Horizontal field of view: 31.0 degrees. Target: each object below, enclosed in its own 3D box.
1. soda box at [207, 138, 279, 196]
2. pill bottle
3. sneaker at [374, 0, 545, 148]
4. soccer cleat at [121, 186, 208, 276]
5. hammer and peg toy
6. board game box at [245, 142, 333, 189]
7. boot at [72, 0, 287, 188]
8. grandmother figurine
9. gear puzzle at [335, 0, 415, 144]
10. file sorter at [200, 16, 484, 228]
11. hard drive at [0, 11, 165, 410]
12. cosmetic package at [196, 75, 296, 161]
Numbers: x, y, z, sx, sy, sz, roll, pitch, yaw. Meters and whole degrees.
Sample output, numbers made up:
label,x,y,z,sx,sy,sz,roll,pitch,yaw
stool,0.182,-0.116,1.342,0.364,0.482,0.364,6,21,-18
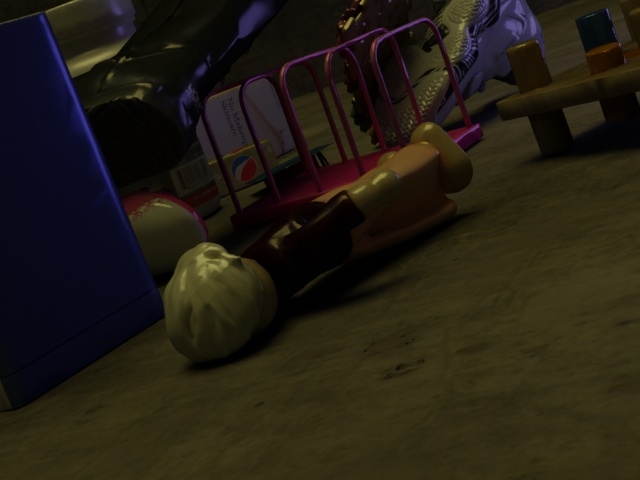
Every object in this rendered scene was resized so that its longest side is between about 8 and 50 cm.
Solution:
label,x,y,z,sx,sy,sz,roll,pitch,yaw
soda box,-0.162,-0.110,1.930,0.181,0.061,0.058,-23,12,-14
pill bottle,-0.308,-0.183,1.755,0.210,0.363,0.210,-20,10,4
sneaker,0.224,-0.250,1.714,0.137,0.210,0.366,5,62,45
soccer cleat,-0.266,0.027,1.384,0.331,0.116,0.143,-7,39,46
hammer and peg toy,0.388,-0.210,1.219,0.361,0.127,0.266,-27,10,-29
board game box,-0.043,-0.103,1.763,0.133,0.033,0.168,-28,7,-11
boot,-0.247,-0.229,1.502,0.367,0.146,0.445,-7,38,26
grandmother figurine,0.000,0.000,1.004,0.342,0.104,0.208,-34,-11,-41
gear puzzle,0.081,-0.265,1.706,0.044,0.339,0.175,23,66,21
file sorter,0.020,-0.157,1.495,0.290,0.182,0.202,-13,12,35
hard drive,-0.274,-0.035,1.059,0.040,0.319,0.210,-13,13,37
cosmetic package,-0.198,-0.188,2.136,0.113,0.160,0.309,-10,16,42
